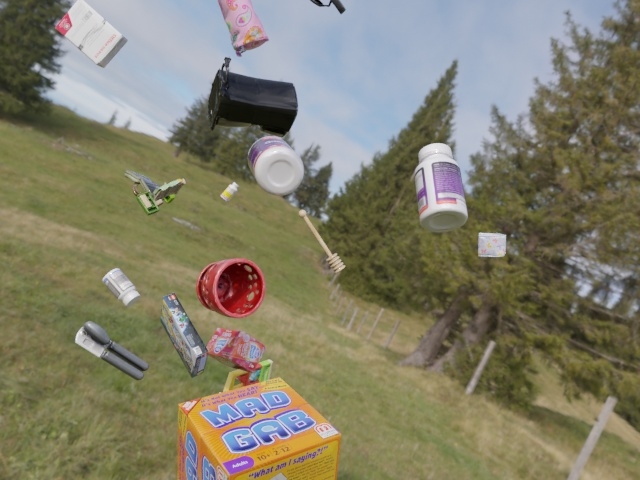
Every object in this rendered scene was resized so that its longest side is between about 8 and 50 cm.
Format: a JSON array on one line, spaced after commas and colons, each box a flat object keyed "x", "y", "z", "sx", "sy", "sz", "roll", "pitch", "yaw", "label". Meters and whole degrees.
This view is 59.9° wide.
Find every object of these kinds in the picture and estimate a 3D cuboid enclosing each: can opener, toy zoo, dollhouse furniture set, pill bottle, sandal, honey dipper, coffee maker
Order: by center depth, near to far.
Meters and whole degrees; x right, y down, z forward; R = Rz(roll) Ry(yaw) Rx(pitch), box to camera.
[{"x": -0.142, "y": -0.302, "z": 1.211, "sx": 0.178, "sy": 0.120, "sz": 0.171, "roll": 2, "pitch": -9, "yaw": -23, "label": "coffee maker"}, {"x": 0.000, "y": 0.000, "z": 1.239, "sx": 0.160, "sy": 0.030, "sz": 0.030, "roll": 56, "pitch": -1, "yaw": -2, "label": "honey dipper"}, {"x": 0.277, "y": -0.126, "z": 1.296, "sx": 0.108, "sy": 0.193, "sz": 0.108, "roll": 0, "pitch": -28, "yaw": 0, "label": "pill bottle"}, {"x": -0.407, "y": -0.126, "z": 1.401, "sx": 0.076, "sy": 0.152, "sz": 0.058, "roll": -28, "pitch": 84, "yaw": -45, "label": "dollhouse furniture set"}, {"x": -0.036, "y": -0.703, "z": 1.526, "sx": 0.254, "sy": 0.054, "sz": 0.097, "roll": 38, "pitch": 19, "yaw": -3, "label": "sandal"}, {"x": -0.709, "y": 0.384, "z": 1.901, "sx": 0.093, "sy": 0.074, "sz": 0.280, "roll": -19, "pitch": -54, "yaw": 42, "label": "can opener"}, {"x": -0.747, "y": 0.179, "z": 2.090, "sx": 0.137, "sy": 0.078, "sz": 0.078, "roll": 47, "pitch": 2, "yaw": 7, "label": "pill bottle"}, {"x": -0.180, "y": -0.295, "z": 2.126, "sx": 0.181, "sy": 0.181, "sz": 0.323, "roll": 27, "pitch": 12, "yaw": -23, "label": "pill bottle"}, {"x": -0.722, "y": -0.210, "z": 2.281, "sx": 0.120, "sy": 0.086, "sz": 0.303, "roll": 27, "pitch": 1, "yaw": -44, "label": "sandal"}, {"x": -0.379, "y": -0.205, "z": 2.334, "sx": 0.043, "sy": 0.083, "sz": 0.043, "roll": 41, "pitch": 0, "yaw": 0, "label": "pill bottle"}, {"x": -0.341, "y": 0.662, "z": 2.512, "sx": 0.030, "sy": 0.192, "sz": 0.293, "roll": 22, "pitch": 17, "yaw": 36, "label": "toy zoo"}]

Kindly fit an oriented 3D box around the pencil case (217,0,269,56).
[{"x": -0.264, "y": -0.722, "z": 1.709, "sx": 0.284, "sy": 0.124, "sz": 0.124, "roll": 68, "pitch": -11, "yaw": -13, "label": "pencil case"}]

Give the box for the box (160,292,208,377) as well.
[{"x": -0.438, "y": 0.303, "z": 1.771, "sx": 0.233, "sy": 0.044, "sz": 0.159, "roll": 54, "pitch": -34, "yaw": 22, "label": "box"}]

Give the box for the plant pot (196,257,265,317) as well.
[{"x": -0.303, "y": 0.153, "z": 1.811, "sx": 0.191, "sy": 0.191, "sz": 0.174, "roll": 27, "pitch": -18, "yaw": -36, "label": "plant pot"}]

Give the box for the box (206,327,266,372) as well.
[{"x": -0.351, "y": 0.444, "z": 2.261, "sx": 0.128, "sy": 0.122, "sz": 0.257, "roll": 39, "pitch": -24, "yaw": -26, "label": "box"}]

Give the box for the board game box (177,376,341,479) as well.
[{"x": -0.195, "y": 0.684, "z": 1.660, "sx": 0.357, "sy": 0.356, "sz": 0.356, "roll": -6, "pitch": 20, "yaw": -34, "label": "board game box"}]

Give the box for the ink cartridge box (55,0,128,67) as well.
[{"x": -0.633, "y": -0.573, "z": 1.543, "sx": 0.150, "sy": 0.109, "sz": 0.063, "roll": 42, "pitch": 3, "yaw": -6, "label": "ink cartridge box"}]

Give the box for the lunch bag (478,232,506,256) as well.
[{"x": 0.542, "y": 0.014, "z": 1.754, "sx": 0.083, "sy": 0.071, "sz": 0.053, "roll": 1, "pitch": 15, "yaw": 20, "label": "lunch bag"}]
